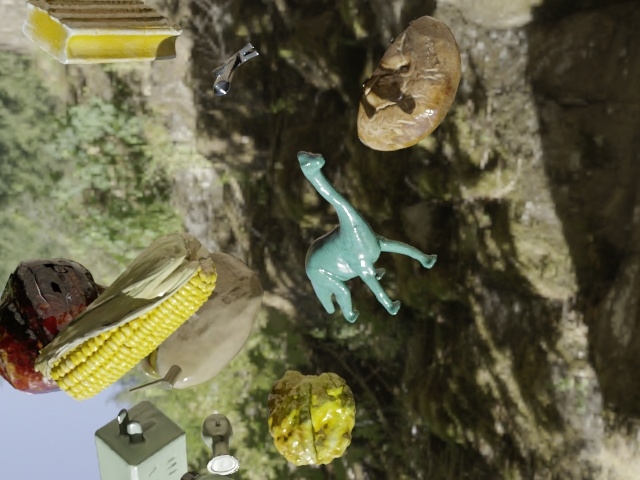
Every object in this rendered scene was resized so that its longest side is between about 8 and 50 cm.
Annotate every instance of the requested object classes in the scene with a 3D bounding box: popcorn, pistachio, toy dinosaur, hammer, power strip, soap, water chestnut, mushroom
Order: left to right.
[{"bbox_3d":[-0.502,0.164,1.711,0.244,0.289,0.289,24,-177,-22],"label":"water chestnut"},{"bbox_3d":[-0.437,-0.427,1.800,0.173,0.089,0.274,37,-147,30],"label":"soap"},{"bbox_3d":[-0.361,0.420,1.794,0.139,0.224,0.140,31,-138,34],"label":"power strip"},{"bbox_3d":[-0.256,0.220,1.362,0.110,0.019,0.035,-24,-156,37],"label":"hammer"},{"bbox_3d":[-0.223,0.145,1.685,0.166,0.197,0.288,5,-135,43],"label":"pistachio"},{"bbox_3d":[-0.227,-0.421,2.236,0.137,0.037,0.290,-35,-161,16],"label":"hammer"},{"bbox_3d":[-0.021,0.364,1.828,0.197,0.198,0.155,-6,180,-35],"label":"popcorn"},{"bbox_3d":[0.000,0.000,1.574,0.331,0.129,0.383,38,146,-19],"label":"toy dinosaur"},{"bbox_3d":[0.185,-0.278,1.721,0.156,0.286,0.151,-1,-144,-49],"label":"mushroom"}]

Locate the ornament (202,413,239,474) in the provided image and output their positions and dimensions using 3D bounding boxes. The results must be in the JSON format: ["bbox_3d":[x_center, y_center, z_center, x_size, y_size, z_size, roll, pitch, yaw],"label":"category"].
[{"bbox_3d":[-0.232,0.460,2.045,0.074,0.081,0.156,-5,-149,-10],"label":"ornament"}]

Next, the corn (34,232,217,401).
[{"bbox_3d":[-0.281,0.110,1.274,0.122,0.305,0.123,42,-168,-41],"label":"corn"}]

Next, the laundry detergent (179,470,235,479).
[{"bbox_3d":[-0.135,0.403,1.362,0.225,0.070,0.099,9,-162,43],"label":"laundry detergent"}]
